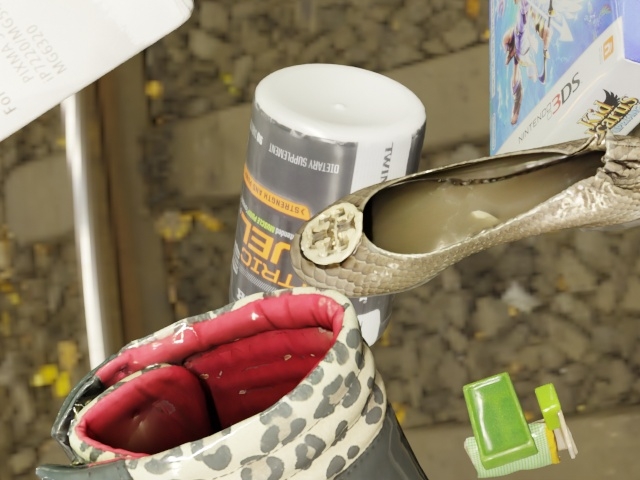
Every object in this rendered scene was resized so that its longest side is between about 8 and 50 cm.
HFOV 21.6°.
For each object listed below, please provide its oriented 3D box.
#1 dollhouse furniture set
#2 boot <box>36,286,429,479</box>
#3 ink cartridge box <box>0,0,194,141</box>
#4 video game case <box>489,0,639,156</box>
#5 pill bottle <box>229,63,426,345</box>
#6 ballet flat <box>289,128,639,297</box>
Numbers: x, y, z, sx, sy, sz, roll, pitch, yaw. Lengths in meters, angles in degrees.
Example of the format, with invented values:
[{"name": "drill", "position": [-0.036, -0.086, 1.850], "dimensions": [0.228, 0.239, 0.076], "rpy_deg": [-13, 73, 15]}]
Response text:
[{"name": "dollhouse furniture set", "position": [0.140, 0.148, 1.170], "dimensions": [0.076, 0.151, 0.058], "rpy_deg": [-18, 59, 6]}, {"name": "boot", "position": [-0.056, 0.123, 0.532], "dimensions": [0.236, 0.178, 0.085], "rpy_deg": [-23, 34, 6]}, {"name": "ink cartridge box", "position": [-0.187, -0.087, 0.719], "dimensions": [0.261, 0.066, 0.296], "rpy_deg": [-34, 24, 5]}, {"name": "video game case", "position": [0.208, -0.196, 1.364], "dimensions": [0.244, 0.061, 0.269], "rpy_deg": [128, 148, -59]}, {"name": "pill bottle", "position": [0.000, 0.000, 1.283], "dimensions": [0.130, 0.130, 0.245], "rpy_deg": [36, 130, 39]}, {"name": "ballet flat", "position": [0.097, -0.023, 1.060], "dimensions": [0.250, 0.058, 0.084], "rpy_deg": [-12, 58, 12]}]
